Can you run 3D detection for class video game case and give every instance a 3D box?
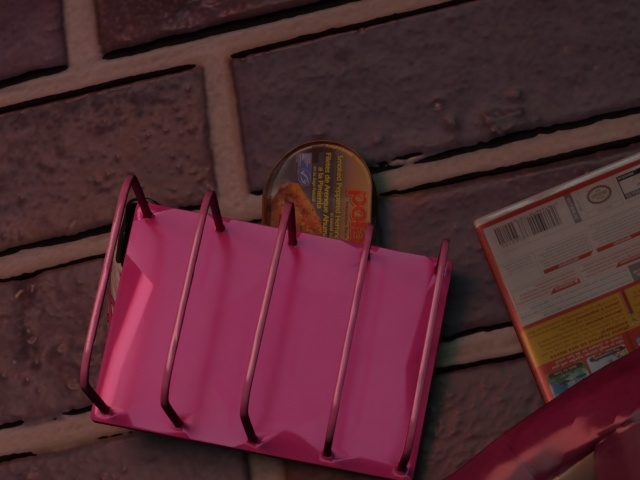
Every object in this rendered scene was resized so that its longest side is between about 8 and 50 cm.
[{"bbox_3d":[0.276,0.069,1.713,0.204,0.025,0.285,-22,65,5],"label":"video game case"}]

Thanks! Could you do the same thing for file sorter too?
[{"bbox_3d":[-0.043,0.074,1.661,0.290,0.182,0.202,11,79,3],"label":"file sorter"}]

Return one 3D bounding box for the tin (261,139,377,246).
[{"bbox_3d":[0.000,0.000,1.806,0.106,0.040,0.190,-4,69,18],"label":"tin"}]

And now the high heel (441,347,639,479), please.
[{"bbox_3d":[0.150,0.209,1.655,0.377,0.127,0.181,-17,39,21],"label":"high heel"}]

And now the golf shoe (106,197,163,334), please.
[{"bbox_3d":[-0.170,0.051,1.804,0.067,0.086,0.186,-5,70,11],"label":"golf shoe"}]
